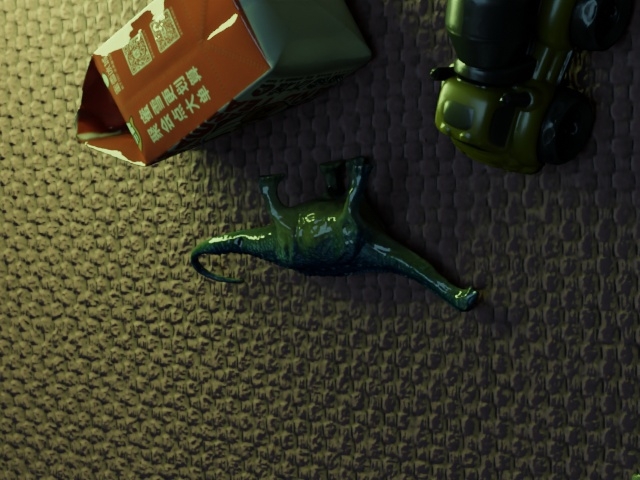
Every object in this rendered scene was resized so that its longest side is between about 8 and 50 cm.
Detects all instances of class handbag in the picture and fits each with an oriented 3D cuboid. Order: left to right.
[{"bbox_3d":[-0.110,-0.171,1.810,0.298,0.171,0.151,-35,76,40],"label":"handbag"}]

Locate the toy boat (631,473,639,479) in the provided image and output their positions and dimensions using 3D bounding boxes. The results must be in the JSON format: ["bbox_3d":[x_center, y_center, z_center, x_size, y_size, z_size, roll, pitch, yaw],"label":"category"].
[{"bbox_3d":[0.363,0.223,1.519,0.185,0.071,0.089,8,100,39],"label":"toy boat"}]

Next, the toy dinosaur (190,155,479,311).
[{"bbox_3d":[0.003,-0.011,1.787,0.363,0.076,0.147,4,103,35],"label":"toy dinosaur"}]

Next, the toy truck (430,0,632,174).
[{"bbox_3d":[0.165,-0.171,1.581,0.147,0.165,0.224,26,110,34],"label":"toy truck"}]
